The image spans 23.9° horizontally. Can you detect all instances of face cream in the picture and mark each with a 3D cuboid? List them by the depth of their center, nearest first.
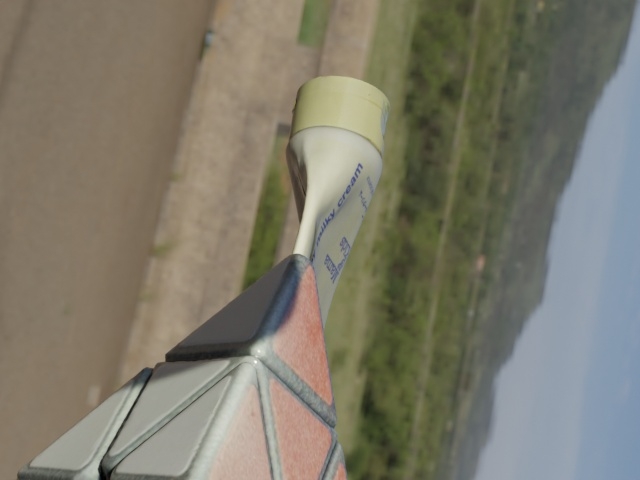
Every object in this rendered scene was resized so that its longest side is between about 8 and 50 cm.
[{"bbox_3d":[0.000,0.000,1.048,0.114,0.070,0.224,68,28,-61],"label":"face cream"}]

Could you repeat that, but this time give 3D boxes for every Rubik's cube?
[{"bbox_3d":[-0.074,0.173,0.775,0.233,0.228,0.229,52,-44,38],"label":"Rubik's cube"}]
